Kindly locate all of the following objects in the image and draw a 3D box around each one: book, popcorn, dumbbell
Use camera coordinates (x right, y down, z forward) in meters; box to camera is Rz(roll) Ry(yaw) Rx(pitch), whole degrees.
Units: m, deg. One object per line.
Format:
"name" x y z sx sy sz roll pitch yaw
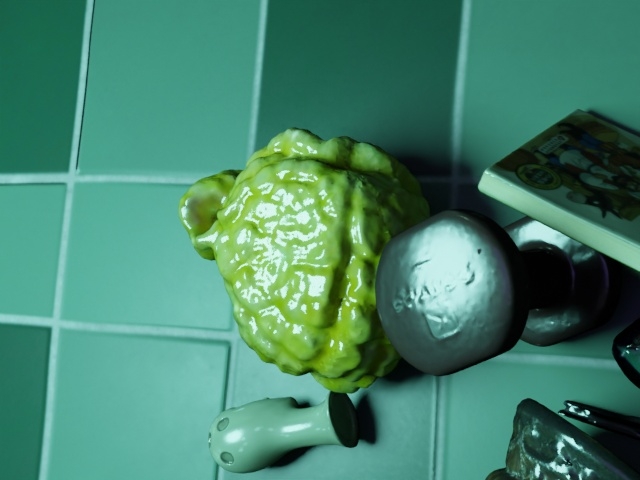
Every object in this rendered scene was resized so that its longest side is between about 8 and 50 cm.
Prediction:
"book" 0.297 -0.027 0.806 0.264 0.202 0.027 31 127 25
"popcorn" 0.000 0.000 0.931 0.225 0.173 0.286 -48 64 23
"dumbbell" 0.161 0.038 0.822 0.140 0.225 0.124 -31 73 38

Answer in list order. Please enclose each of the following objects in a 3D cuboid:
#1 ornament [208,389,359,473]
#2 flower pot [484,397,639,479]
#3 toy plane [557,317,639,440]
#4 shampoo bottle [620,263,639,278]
"ornament" -0.044 0.199 0.984 0.156 0.075 0.081 -17 49 22
"flower pot" 0.173 0.294 0.781 0.266 0.266 0.267 38 88 24
"toy plane" 0.399 0.136 0.786 0.381 0.106 0.155 12 93 24
"shampoo bottle" 0.297 0.017 0.826 0.049 0.141 0.034 -42 98 9
